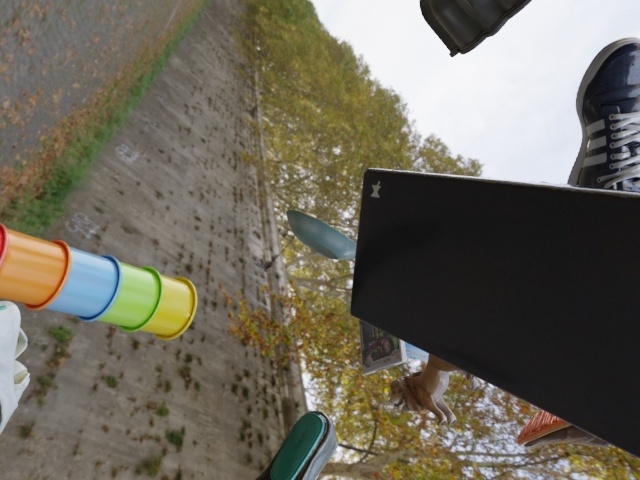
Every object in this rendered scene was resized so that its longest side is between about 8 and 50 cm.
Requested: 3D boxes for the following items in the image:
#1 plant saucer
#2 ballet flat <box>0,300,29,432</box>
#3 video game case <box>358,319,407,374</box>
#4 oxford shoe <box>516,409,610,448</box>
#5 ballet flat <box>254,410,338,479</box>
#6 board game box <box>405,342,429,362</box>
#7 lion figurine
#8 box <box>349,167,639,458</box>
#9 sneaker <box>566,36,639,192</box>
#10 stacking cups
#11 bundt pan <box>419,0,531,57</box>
[{"bbox_3d":[0.000,0.000,0.885,0.037,0.195,0.195,-60,-153,-11],"label":"plant saucer"},{"bbox_3d":[-0.677,0.277,0.846,0.139,0.139,0.400,-100,-149,-51],"label":"ballet flat"},{"bbox_3d":[0.171,0.270,1.157,0.173,0.022,0.190,-40,-138,46],"label":"video game case"},{"bbox_3d":[0.686,0.509,1.084,0.130,0.133,0.364,-28,160,-41],"label":"oxford shoe"},{"bbox_3d":[-0.049,0.306,0.481,0.072,0.068,0.213,14,-132,42],"label":"ballet flat"},{"bbox_3d":[0.441,0.327,1.627,0.086,0.308,0.302,32,-89,48],"label":"board game box"},{"bbox_3d":[0.402,0.482,1.417,0.240,0.142,0.392,47,-62,45],"label":"lion figurine"},{"bbox_3d":[0.238,0.027,0.434,0.296,0.294,0.183,18,-74,49],"label":"box"},{"bbox_3d":[0.437,-0.128,0.581,0.099,0.282,0.153,-6,-143,12],"label":"sneaker"},{"bbox_3d":[-0.293,0.051,0.474,0.096,0.316,0.096,-11,-114,27],"label":"stacking cups"},{"bbox_3d":[0.277,-0.469,0.626,0.331,0.124,0.331,-52,-164,21],"label":"bundt pan"}]
